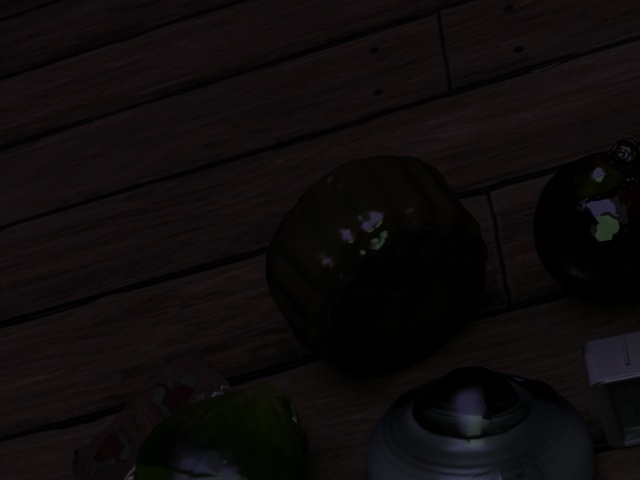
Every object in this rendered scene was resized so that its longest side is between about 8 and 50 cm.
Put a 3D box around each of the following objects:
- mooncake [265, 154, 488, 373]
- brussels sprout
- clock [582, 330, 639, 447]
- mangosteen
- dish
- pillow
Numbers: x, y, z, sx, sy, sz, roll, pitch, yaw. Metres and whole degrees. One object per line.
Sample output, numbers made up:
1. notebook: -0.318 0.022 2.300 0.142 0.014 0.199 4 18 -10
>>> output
1. mooncake: 0.077 0.038 1.608 0.290 0.290 0.161 -32 47 -6
2. brussels sprout: -0.116 0.298 1.508 0.219 0.210 0.271 3 33 23
3. clock: 0.415 0.163 1.402 0.197 0.150 0.063 -13 45 14
4. mangosteen: 0.377 -0.027 1.571 0.216 0.216 0.216 -14 43 14
5. dish: 0.181 0.209 1.421 0.273 0.134 0.273 -7 23 3
6. pillow: -0.240 0.267 1.711 0.248 0.049 0.135 -44 43 -12
